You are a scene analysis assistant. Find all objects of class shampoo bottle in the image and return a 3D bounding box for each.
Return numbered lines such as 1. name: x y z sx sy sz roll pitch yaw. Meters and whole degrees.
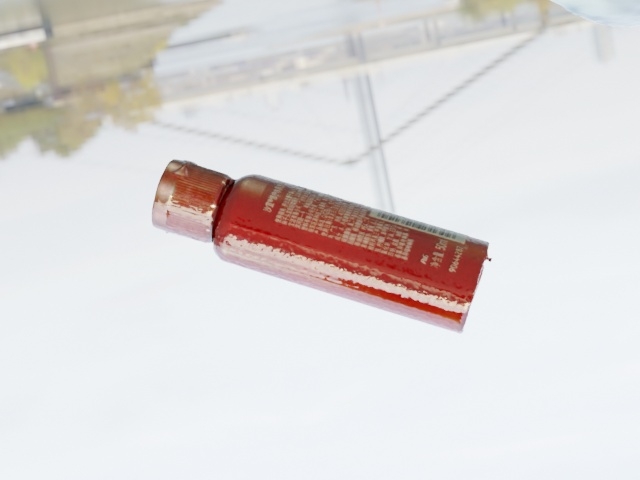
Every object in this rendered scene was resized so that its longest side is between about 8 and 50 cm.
1. shampoo bottle: 0.000 0.001 1.436 0.314 0.076 0.118 16 -145 6

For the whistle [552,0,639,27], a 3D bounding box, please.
1. whistle: 0.176 -0.148 0.424 0.168 0.188 0.405 -7 169 40
